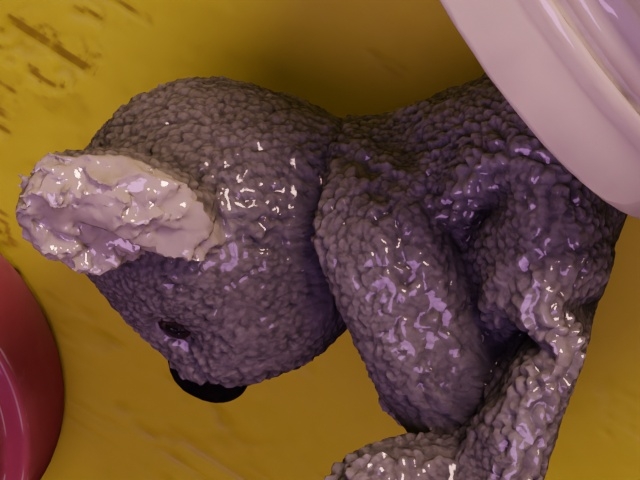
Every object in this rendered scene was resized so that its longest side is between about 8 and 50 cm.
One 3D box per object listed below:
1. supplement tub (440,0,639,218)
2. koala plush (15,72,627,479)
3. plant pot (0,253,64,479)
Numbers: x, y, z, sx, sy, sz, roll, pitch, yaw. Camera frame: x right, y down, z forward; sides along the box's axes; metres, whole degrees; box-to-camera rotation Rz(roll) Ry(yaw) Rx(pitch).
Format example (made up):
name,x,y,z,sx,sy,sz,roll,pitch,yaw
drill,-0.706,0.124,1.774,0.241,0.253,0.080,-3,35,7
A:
name,x,y,z,sx,sy,sz,roll,pitch,yaw
supplement tub,0.192,-0.161,0.567,0.316,0.228,0.228,-30,104,26
koala plush,0.000,0.000,0.735,0.221,0.196,0.203,18,107,7
plant pot,-0.240,0.098,0.843,0.201,0.180,0.201,7,117,13
